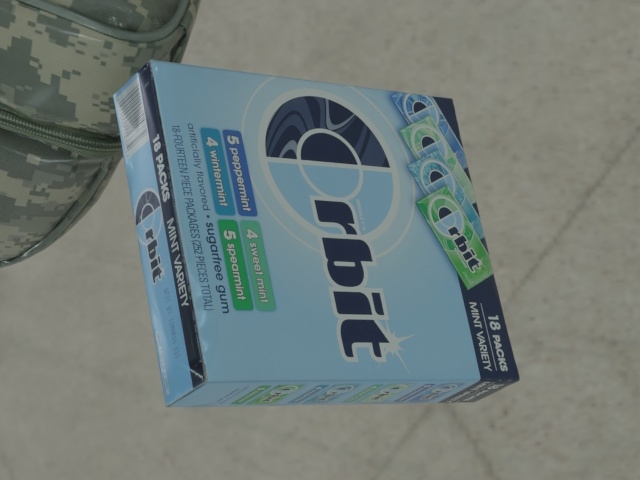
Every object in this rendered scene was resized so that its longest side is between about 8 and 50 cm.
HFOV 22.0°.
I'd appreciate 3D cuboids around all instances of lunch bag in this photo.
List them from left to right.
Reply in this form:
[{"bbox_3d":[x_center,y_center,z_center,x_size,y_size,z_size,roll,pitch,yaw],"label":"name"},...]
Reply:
[{"bbox_3d":[-0.183,-0.154,0.995,0.256,0.212,0.305,117,167,-49],"label":"lunch bag"}]

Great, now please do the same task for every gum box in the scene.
[{"bbox_3d":[0.000,0.000,0.792,0.041,0.184,0.157,-35,61,48],"label":"gum box"}]
